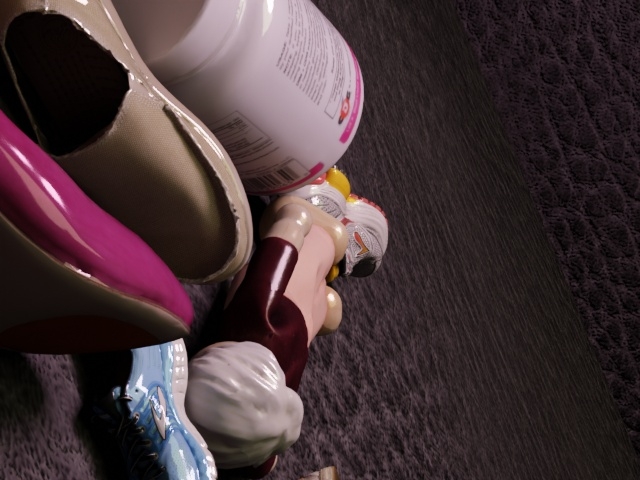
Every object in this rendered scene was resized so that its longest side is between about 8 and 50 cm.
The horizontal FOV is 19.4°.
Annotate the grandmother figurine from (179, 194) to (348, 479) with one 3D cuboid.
[{"bbox_3d":[-0.044,0.079,1.369,0.342,0.104,0.208,-58,146,-73],"label":"grandmother figurine"}]

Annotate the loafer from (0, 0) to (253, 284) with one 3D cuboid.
[{"bbox_3d":[-0.141,-0.069,1.248,0.268,0.102,0.092,55,20,-19],"label":"loafer"}]

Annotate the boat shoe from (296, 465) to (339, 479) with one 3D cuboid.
[{"bbox_3d":[-0.006,0.223,1.440,0.135,0.045,0.050,-82,157,-69],"label":"boat shoe"}]

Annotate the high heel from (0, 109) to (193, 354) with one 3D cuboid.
[{"bbox_3d":[-0.177,-0.053,0.992,0.377,0.127,0.181,35,48,-61],"label":"high heel"}]

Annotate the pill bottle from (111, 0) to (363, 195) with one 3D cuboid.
[{"bbox_3d":[-0.084,-0.146,1.422,0.283,0.160,0.160,38,35,-65],"label":"pill bottle"}]

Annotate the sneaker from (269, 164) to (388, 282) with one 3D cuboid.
[{"bbox_3d":[0.000,0.000,1.732,0.225,0.088,0.092,38,55,-64],"label":"sneaker"}]

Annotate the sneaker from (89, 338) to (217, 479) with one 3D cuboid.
[{"bbox_3d":[-0.117,0.121,1.176,0.073,0.063,0.162,19,46,-50],"label":"sneaker"}]
